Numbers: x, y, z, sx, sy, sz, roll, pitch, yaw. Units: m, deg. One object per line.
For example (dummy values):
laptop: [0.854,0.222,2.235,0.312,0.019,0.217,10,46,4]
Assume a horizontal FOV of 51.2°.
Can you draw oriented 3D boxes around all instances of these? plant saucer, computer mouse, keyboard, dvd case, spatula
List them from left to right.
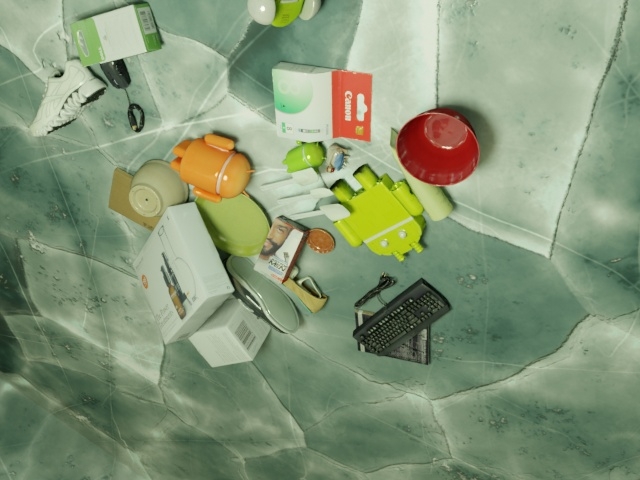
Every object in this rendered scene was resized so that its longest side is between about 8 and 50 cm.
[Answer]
computer mouse: [-0.519,-0.385,1.742,0.071,0.041,0.242,3,129,23]
plant saucer: [-0.245,-0.058,1.888,0.241,0.037,0.241,14,133,16]
spatula: [-0.046,-0.105,1.709,0.168,0.019,0.242,44,150,-26]
plant saucer: [0.000,0.000,1.835,0.083,0.013,0.083,13,132,15]
keyboard: [0.196,0.204,1.883,0.201,0.033,0.317,41,128,-5]
dvd case: [0.212,0.285,1.969,0.221,0.018,0.164,8,130,19]

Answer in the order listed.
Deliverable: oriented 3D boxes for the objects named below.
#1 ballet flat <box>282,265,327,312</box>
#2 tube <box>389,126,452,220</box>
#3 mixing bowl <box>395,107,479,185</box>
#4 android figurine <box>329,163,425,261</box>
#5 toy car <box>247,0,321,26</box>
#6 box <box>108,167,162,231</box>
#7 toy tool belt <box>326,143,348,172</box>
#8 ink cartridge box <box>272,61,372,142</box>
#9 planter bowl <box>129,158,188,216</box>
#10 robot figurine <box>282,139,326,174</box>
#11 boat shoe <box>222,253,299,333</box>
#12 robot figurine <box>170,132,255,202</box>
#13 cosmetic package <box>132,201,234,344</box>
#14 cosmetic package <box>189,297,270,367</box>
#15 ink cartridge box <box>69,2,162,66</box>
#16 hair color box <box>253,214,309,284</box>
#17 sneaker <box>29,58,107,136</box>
ballet flat: [-0.072,0.114,1.940,0.073,0.080,0.232,-41,108,14]
tube: [0.225,-0.150,1.553,0.240,0.062,0.070,51,165,-24]
mixing bowl: [0.265,-0.220,1.460,0.181,0.098,0.181,14,133,15]
android figurine: [0.150,-0.060,1.684,0.248,0.056,0.273,-27,111,39]
toy car: [-0.082,-0.531,1.353,0.136,0.159,0.182,49,144,31]
box: [-0.534,-0.110,1.995,0.201,0.021,0.164,29,134,2]
toy tool belt: [0.042,-0.193,1.626,0.051,0.052,0.083,22,135,19]
ink cartridge box: [0.003,-0.309,1.546,0.224,0.056,0.181,13,132,18]
planter bowl: [-0.465,-0.131,1.865,0.162,0.109,0.162,8,122,14]
robot figurine: [-0.038,-0.202,1.642,0.115,0.067,0.101,-19,104,39]
boat shoe: [-0.187,0.169,2.009,0.302,0.114,0.091,51,131,-4]
robot figurine: [-0.276,-0.185,1.734,0.219,0.158,0.128,23,174,7]
cosmetic package: [-0.411,0.104,1.949,0.377,0.097,0.284,-44,65,49]
cosmetic package: [-0.290,0.291,2.125,0.183,0.151,0.151,-15,119,34]
ink cartridge box: [-0.493,-0.492,1.608,0.209,0.062,0.109,-4,110,28]
hair color box: [-0.108,0.026,1.832,0.093,0.053,0.167,29,110,12]
sneaker: [-0.699,-0.380,1.800,0.292,0.110,0.118,-29,104,31]
